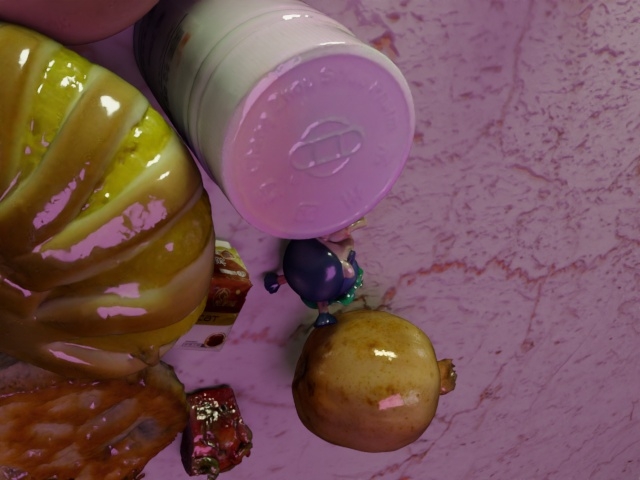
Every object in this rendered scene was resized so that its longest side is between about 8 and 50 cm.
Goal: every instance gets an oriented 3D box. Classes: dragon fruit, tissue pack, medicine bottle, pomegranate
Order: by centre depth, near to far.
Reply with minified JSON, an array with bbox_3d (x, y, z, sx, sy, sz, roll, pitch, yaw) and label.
[{"bbox_3d":[-0.051,-0.126,0.502,0.152,0.254,0.152,-15,128,-20],"label":"medicine bottle"},{"bbox_3d":[-0.168,0.055,0.667,0.149,0.099,0.106,10,116,-35],"label":"tissue pack"},{"bbox_3d":[0.063,0.192,0.831,0.207,0.207,0.207,-16,128,-21],"label":"pomegranate"},{"bbox_3d":[-0.139,0.283,0.849,0.102,0.096,0.147,-19,131,-22],"label":"dragon fruit"}]

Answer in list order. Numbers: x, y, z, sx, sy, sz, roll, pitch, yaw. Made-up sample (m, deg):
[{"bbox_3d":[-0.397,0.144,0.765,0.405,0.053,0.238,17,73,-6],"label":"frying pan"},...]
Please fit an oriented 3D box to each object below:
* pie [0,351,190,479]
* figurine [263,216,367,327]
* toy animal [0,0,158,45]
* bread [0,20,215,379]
[{"bbox_3d":[-0.296,0.216,0.687,0.315,0.092,0.315,-16,141,-14],"label":"pie"},{"bbox_3d":[0.000,0.000,0.738,0.102,0.111,0.194,-24,130,-37],"label":"figurine"},{"bbox_3d":[-0.142,-0.245,0.432,0.250,0.154,0.166,-38,133,-2],"label":"toy animal"},{"bbox_3d":[-0.248,-0.012,0.456,0.333,0.160,0.332,5,129,6],"label":"bread"}]
